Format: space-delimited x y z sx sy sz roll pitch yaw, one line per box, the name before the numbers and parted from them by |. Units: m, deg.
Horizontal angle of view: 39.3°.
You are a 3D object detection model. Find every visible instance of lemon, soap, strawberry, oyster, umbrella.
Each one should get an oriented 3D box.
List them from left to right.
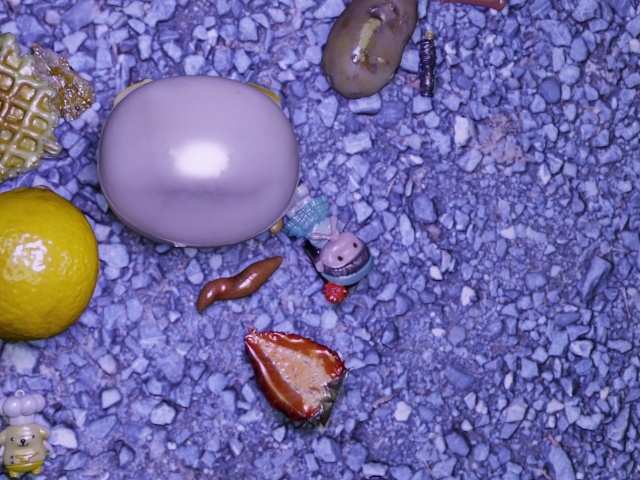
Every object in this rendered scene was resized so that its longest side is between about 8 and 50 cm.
lemon | -0.532 0.046 1.610 0.292 0.293 0.293 1 88 -15
oyster | -0.502 -0.306 1.753 0.121 0.045 0.146 -1 89 -29
soap | -0.096 -0.059 1.857 0.034 0.012 0.089 -4 89 -15
strawberry | -0.067 0.273 1.811 0.228 0.098 0.175 23 82 -10
umbrella | 0.231 -0.382 1.941 0.040 0.037 0.144 4 87 -40

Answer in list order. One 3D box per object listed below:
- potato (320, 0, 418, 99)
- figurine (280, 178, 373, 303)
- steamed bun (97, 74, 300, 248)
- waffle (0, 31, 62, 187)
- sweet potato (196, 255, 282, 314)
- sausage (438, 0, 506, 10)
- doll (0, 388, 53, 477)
potato | 0.101 -0.419 1.852 0.164 0.165 0.263 25 87 -12
figurine | 0.000 0.000 1.836 0.138 0.110 0.245 -39 93 -11
steamed bun | -0.225 -0.145 1.676 0.373 0.334 0.334 2 87 -14
waffle | -0.653 -0.234 1.690 0.317 0.073 0.297 -24 95 -12
sweet potato | -0.161 0.087 1.813 0.202 0.058 0.055 -25 115 -15
sausage | 0.335 -0.534 1.975 0.157 0.036 0.042 1 76 -14
doll | -0.564 0.362 1.695 0.106 0.062 0.163 -5 88 -19
